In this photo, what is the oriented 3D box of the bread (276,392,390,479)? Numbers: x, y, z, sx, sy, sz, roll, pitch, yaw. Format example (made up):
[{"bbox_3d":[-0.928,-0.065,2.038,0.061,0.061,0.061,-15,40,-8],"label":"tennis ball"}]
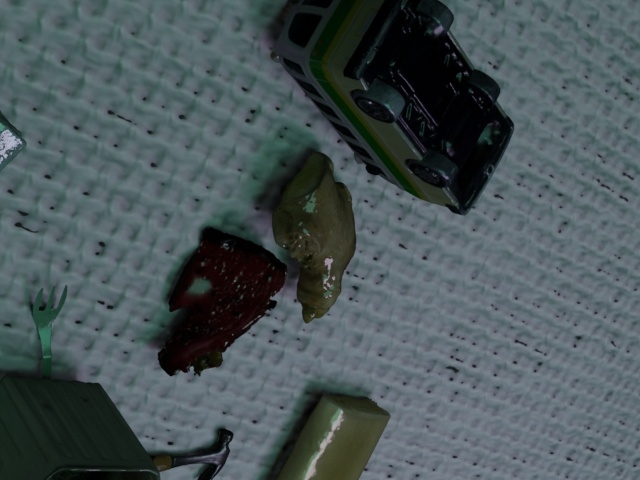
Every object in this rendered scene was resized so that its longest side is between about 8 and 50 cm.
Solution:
[{"bbox_3d":[0.010,0.297,2.166,0.139,0.060,0.178,20,102,-48],"label":"bread"}]

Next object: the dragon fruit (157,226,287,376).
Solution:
[{"bbox_3d":[-0.122,0.085,1.880,0.192,0.092,0.122,-51,138,-3],"label":"dragon fruit"}]

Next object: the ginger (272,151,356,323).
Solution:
[{"bbox_3d":[0.002,-0.004,1.942,0.137,0.074,0.213,-48,139,-30],"label":"ginger"}]

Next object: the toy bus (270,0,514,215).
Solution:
[{"bbox_3d":[0.085,-0.171,1.830,0.143,0.179,0.305,-61,140,-15],"label":"toy bus"}]

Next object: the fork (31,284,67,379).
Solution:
[{"bbox_3d":[-0.316,0.146,1.802,0.039,0.021,0.235,-6,123,-26],"label":"fork"}]

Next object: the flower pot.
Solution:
[{"bbox_3d":[-0.302,0.288,1.766,0.239,0.189,0.209,-45,133,0],"label":"flower pot"}]

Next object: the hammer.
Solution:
[{"bbox_3d":[-0.199,0.285,1.998,0.201,0.021,0.078,-2,118,-41],"label":"hammer"}]

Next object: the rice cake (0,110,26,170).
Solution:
[{"bbox_3d":[-0.380,-0.060,1.573,0.206,0.063,0.069,-45,140,-8],"label":"rice cake"}]
